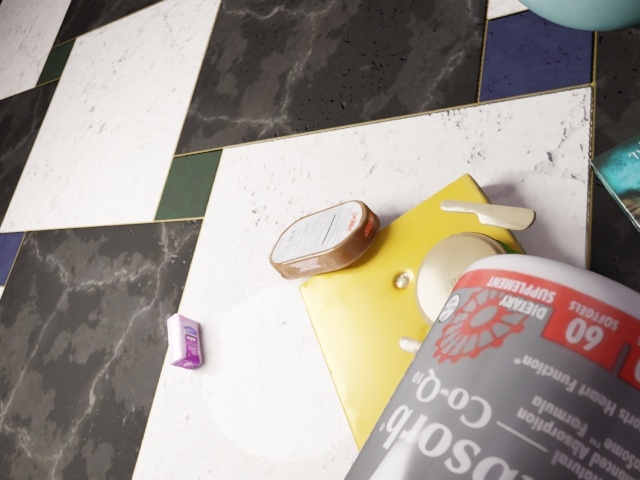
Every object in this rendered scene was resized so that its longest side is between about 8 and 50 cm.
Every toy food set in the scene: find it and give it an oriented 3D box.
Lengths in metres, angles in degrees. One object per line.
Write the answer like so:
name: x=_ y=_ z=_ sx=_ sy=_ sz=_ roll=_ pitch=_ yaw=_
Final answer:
toy food set: x=0.167 y=0.053 z=0.607 sx=0.132 sy=0.038 sz=0.192 roll=16 pitch=86 yaw=45

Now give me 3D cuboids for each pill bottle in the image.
pill bottle: x=0.126 y=0.210 z=0.412 sx=0.210 sy=0.210 sz=0.363 roll=21 pitch=71 yaw=40

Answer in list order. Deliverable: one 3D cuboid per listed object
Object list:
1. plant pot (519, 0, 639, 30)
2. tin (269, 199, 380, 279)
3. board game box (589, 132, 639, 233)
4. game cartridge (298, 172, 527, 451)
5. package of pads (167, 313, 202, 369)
plant pot: x=0.346 y=-0.365 z=0.630 sx=0.290 sy=0.195 sz=0.290 roll=-16 pitch=60 yaw=29
tin: x=0.000 y=0.000 z=0.769 sx=0.189 sy=0.040 sz=0.106 roll=-17 pitch=41 yaw=42
board game box: x=0.406 y=-0.084 z=0.565 sx=0.186 sy=0.026 sz=0.126 roll=-32 pitch=53 yaw=19
game cartridge: x=0.139 y=0.117 z=0.649 sx=0.285 sy=0.052 sz=0.324 roll=-35 pitch=55 yaw=17
package of pads: x=-0.221 y=0.164 z=0.875 sx=0.032 sy=0.050 sz=0.083 roll=-29 pitch=54 yaw=21
